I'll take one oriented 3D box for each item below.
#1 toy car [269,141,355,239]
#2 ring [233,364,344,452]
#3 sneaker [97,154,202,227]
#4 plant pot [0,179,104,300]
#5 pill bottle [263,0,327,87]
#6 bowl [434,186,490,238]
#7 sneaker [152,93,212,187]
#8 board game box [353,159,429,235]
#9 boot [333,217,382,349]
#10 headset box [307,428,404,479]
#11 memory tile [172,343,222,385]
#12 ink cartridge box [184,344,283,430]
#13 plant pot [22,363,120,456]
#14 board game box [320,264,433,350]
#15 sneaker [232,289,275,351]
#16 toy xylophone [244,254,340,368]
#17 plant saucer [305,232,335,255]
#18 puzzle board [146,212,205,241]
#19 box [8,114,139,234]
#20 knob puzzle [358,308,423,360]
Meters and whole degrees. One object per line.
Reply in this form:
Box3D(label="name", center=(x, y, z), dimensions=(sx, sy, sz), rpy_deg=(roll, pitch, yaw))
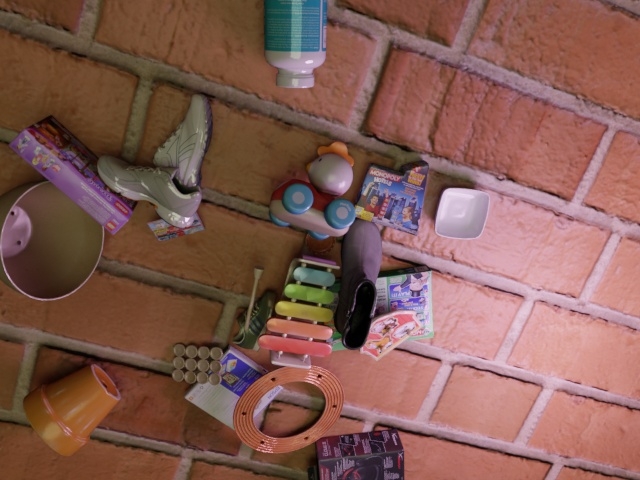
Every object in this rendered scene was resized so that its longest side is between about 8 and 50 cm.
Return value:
Box3D(label="toy car", center=(-0.004, -0.145, 1.563), dimensions=(0.210, 0.219, 0.238), rpy_deg=(19, 77, -11))
Box3D(label="ring", center=(-0.092, 0.492, 1.815), dimensions=(0.336, 0.032, 0.337), rpy_deg=(-9, 120, -15))
Box3D(label="sneaker", center=(-0.398, -0.147, 1.472), dimensions=(0.262, 0.099, 0.121), rpy_deg=(31, 117, -10))
Box3D(label="plant pot", center=(-0.699, -0.013, 1.488), dimensions=(0.190, 0.284, 0.284), rpy_deg=(9, 113, 28))
Box3D(label="pill bottle", center=(-0.058, -0.492, 1.426), dimensions=(0.146, 0.146, 0.264), rpy_deg=(-1, 110, -6))
Box3D(label="bowl", center=(0.379, -0.078, 1.680), dimensions=(0.141, 0.053, 0.142), rpy_deg=(6, 109, -9))
Box3D(label="sneaker", center=(-0.342, -0.219, 1.518), dimensions=(0.129, 0.111, 0.297), rpy_deg=(16, 107, -7))
Box3D(label="board game box", center=(0.200, -0.133, 1.635), dimensions=(0.194, 0.060, 0.194), rpy_deg=(17, 106, -12))
Box3D(label="boot", center=(0.110, 0.102, 1.588), dimensions=(0.118, 0.223, 0.338), rpy_deg=(5, 88, -3))
Box3D(label="headset box", center=(0.107, 0.717, 1.910), dimensions=(0.293, 0.110, 0.218), rpy_deg=(-6, 110, -5))
Box3D(label="memory tile", center=(-0.348, 0.350, 1.744), dimensions=(0.148, 0.012, 0.113), rpy_deg=(4, 95, 10))
Box3D(label="ink cartridge box", center=(-0.251, 0.435, 1.799), dimensions=(0.208, 0.045, 0.206), rpy_deg=(40, 101, -17))
Box3D(label="plant pot", center=(-0.663, 0.444, 1.686), dimensions=(0.188, 0.205, 0.205), rpy_deg=(-38, 111, -8))
Box3D(label="board game box", center=(0.160, 0.195, 1.759), dimensions=(0.317, 0.046, 0.214), rpy_deg=(-7, 111, -4))
Box3D(label="sneaker", center=(-0.190, 0.221, 1.716), dimensions=(0.086, 0.064, 0.192), rpy_deg=(13, 111, -16))
Box3D(label="toy xylophone", center=(-0.076, 0.184, 1.647), dimensions=(0.236, 0.081, 0.323), rpy_deg=(4, 106, -14))
Box3D(label="plant saucer", center=(0.000, 0.000, 1.685), dimensions=(0.083, 0.013, 0.084), rpy_deg=(-2, 110, -5))
Box3D(label="puzzle board", center=(-0.372, -0.035, 1.598), dimensions=(0.128, 0.011, 0.096), rpy_deg=(-15, 152, -2))
Box3D(label="box", center=(-0.565, -0.159, 1.460), dimensions=(0.057, 0.201, 0.293), rpy_deg=(-42, 110, 9))
Box3D(label="knob puzzle", center=(0.187, 0.257, 1.692), dimensions=(0.213, 0.030, 0.213), rpy_deg=(-18, 140, -16))
